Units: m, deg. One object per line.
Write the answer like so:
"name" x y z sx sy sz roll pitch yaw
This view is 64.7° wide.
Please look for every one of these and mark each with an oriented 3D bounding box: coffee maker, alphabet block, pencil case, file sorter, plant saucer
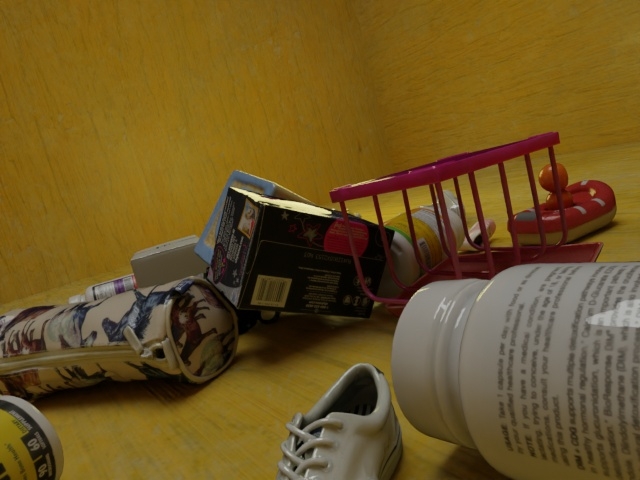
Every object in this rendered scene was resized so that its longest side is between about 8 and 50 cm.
"coffee maker" -0.181 0.124 1.014 0.171 0.120 0.178 24 1 -13
"alphabet block" -0.092 -0.003 0.975 0.197 0.192 0.193 26 1 -36
"pencil case" -0.349 0.164 0.813 0.411 0.159 0.183 -11 -6 20
"file sorter" 0.203 -0.031 0.752 0.291 0.182 0.202 -20 9 -36
"plant saucer" 0.268 0.070 0.760 0.259 0.047 0.259 -8 10 38

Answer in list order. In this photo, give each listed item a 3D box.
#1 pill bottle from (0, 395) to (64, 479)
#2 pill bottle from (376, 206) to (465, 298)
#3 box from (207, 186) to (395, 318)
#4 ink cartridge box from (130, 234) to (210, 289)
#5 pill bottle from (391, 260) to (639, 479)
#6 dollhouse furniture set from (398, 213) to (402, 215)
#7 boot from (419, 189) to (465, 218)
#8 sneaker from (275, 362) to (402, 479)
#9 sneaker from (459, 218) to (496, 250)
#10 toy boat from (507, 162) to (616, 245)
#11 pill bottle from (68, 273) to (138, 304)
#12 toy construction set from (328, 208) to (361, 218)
"pill bottle" -0.353 0.241 0.451 0.119 0.119 0.208 -11 9 21
"pill bottle" 0.181 0.012 0.975 0.136 0.136 0.246 -7 11 42
"box" -0.033 0.024 0.818 0.247 0.163 0.142 10 10 -33
"ink cartridge box" -0.357 0.094 1.245 0.168 0.171 0.233 -17 8 -16
"pill bottle" 0.196 0.093 0.335 0.160 0.160 0.283 -22 11 -40
"dollhouse furniture set" 0.229 -0.029 1.354 0.091 0.081 0.114 -10 10 31
"boot" 0.345 -0.095 1.534 0.124 0.095 0.258 -7 10 2
"sneaker" -0.005 0.176 0.371 0.094 0.091 0.258 -11 9 22
"sneaker" 0.359 -0.009 1.119 0.134 0.050 0.070 -23 13 -28
"toy boat" 0.490 -0.085 1.038 0.231 0.151 0.151 -19 10 -27
"pill bottle" -0.566 0.162 1.369 0.194 0.108 0.108 -17 9 -15
"toy construction set" 0.000 0.000 1.205 0.215 0.151 0.327 -49 8 5
